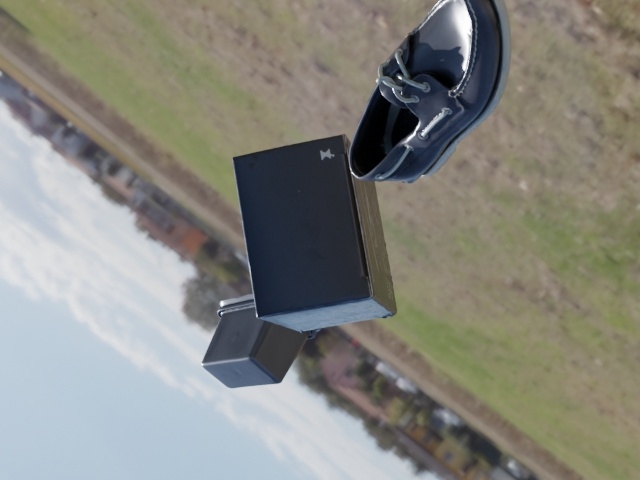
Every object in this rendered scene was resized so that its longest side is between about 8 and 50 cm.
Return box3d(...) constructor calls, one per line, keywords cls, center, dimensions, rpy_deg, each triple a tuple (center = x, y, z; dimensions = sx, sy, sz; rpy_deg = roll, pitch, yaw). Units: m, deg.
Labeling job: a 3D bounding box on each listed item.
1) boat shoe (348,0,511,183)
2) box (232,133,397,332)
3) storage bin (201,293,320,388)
box3d(cls="boat shoe", center=(0.070, -0.101, 0.793), dimensions=(0.075, 0.065, 0.206), rpy_deg=(65, 156, 21))
box3d(cls="box", center=(0.000, 0.000, 1.096), dimensions=(0.207, 0.108, 0.153), rpy_deg=(40, -140, -76))
box3d(cls="storage bin", center=(-0.076, 0.130, 1.393), dimensions=(0.135, 0.091, 0.098), rpy_deg=(-12, 132, 48))
